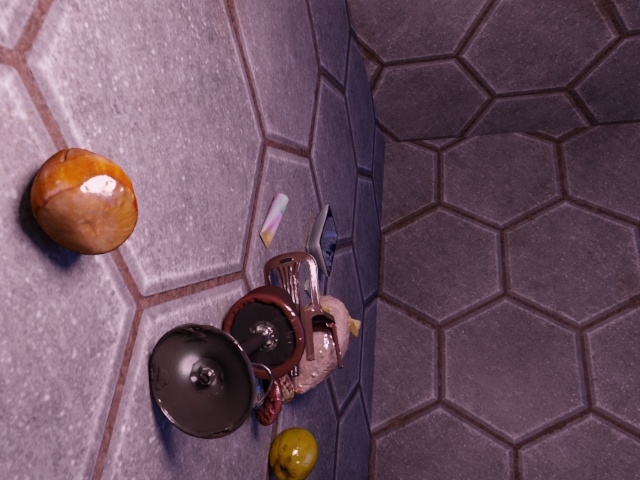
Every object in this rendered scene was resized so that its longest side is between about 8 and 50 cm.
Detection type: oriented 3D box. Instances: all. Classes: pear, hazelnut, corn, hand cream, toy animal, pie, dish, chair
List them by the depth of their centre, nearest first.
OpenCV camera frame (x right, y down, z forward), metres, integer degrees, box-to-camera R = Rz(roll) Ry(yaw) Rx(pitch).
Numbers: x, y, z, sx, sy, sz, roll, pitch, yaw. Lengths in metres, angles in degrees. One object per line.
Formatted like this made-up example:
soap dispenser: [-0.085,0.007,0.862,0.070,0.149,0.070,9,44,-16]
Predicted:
hazelnut: [-0.348,-0.059,0.756,0.150,0.150,0.150,-2,90,-74]
chair: [-0.170,0.240,1.136,0.401,0.227,0.226,-24,111,-73]
pie: [-0.147,0.423,1.392,0.036,0.154,0.154,6,80,-33]
corn: [-0.135,0.397,1.516,0.079,0.080,0.237,-72,152,-49]
chair: [-0.056,0.217,1.520,0.183,0.176,0.326,43,38,-58]
pear: [-0.081,0.642,1.538,0.162,0.149,0.148,-59,143,-61]
hand cream: [-0.146,-0.065,1.588,0.076,0.047,0.174,70,33,-51]
toy animal: [-0.011,0.325,1.672,0.188,0.226,0.358,30,56,-25]
dish: [0.000,0.000,2.002,0.243,0.080,0.181,-77,159,-46]

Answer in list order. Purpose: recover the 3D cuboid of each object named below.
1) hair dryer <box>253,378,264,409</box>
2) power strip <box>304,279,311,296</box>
hair dryer: [-0.218,0.350,1.307,0.199,0.068,0.167,20,59,-57]
power strip: [-0.042,0.184,1.951,0.090,0.016,0.040,60,32,-58]
